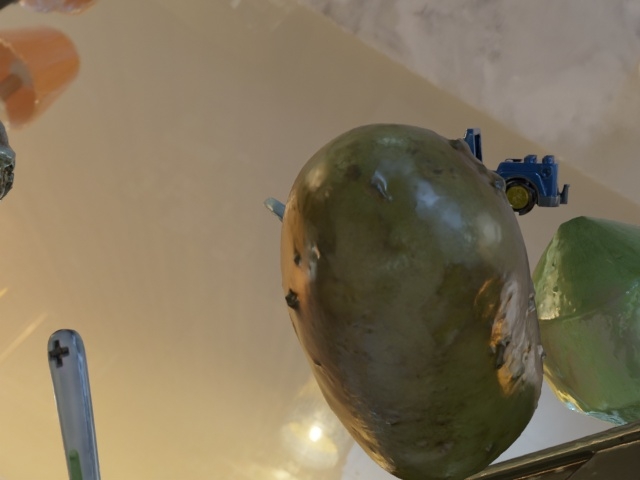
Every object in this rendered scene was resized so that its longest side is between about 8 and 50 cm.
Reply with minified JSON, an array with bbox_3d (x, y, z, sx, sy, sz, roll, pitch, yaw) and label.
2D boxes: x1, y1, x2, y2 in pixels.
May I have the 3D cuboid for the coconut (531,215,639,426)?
[{"bbox_3d":[0.453,0.110,1.414,0.328,0.328,0.281,47,-22,-11],"label":"coconut"}]

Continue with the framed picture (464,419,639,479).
[{"bbox_3d":[0.111,0.332,0.783,0.028,0.326,0.446,39,-41,-17],"label":"framed picture"}]

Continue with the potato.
[{"bbox_3d":[0.065,0.044,0.676,0.173,0.210,0.307,-21,-42,-6],"label":"potato"}]

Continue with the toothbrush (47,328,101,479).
[{"bbox_3d":[-0.128,0.198,0.520,0.030,0.030,0.304,-21,-106,39],"label":"toothbrush"}]

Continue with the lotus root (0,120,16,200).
[{"bbox_3d":[-0.407,-0.119,0.707,0.349,0.175,0.175,30,-46,8],"label":"lotus root"}]

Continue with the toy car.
[{"bbox_3d":[0.202,-0.085,1.114,0.191,0.097,0.100,3,-82,15],"label":"toy car"}]

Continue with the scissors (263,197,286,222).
[{"bbox_3d":[-0.001,0.001,1.305,0.191,0.360,0.029,38,-90,-5],"label":"scissors"}]
